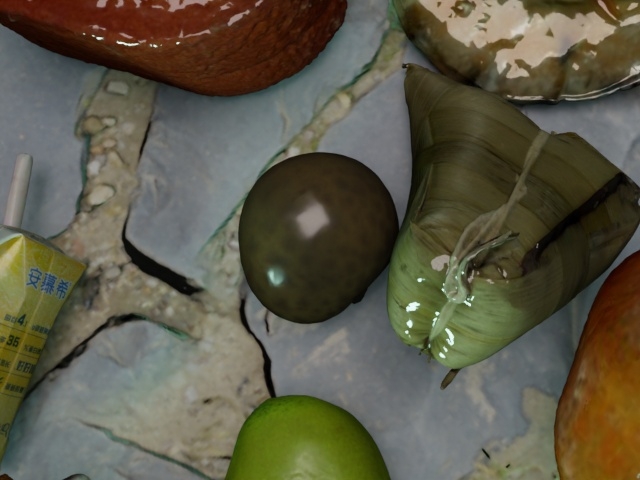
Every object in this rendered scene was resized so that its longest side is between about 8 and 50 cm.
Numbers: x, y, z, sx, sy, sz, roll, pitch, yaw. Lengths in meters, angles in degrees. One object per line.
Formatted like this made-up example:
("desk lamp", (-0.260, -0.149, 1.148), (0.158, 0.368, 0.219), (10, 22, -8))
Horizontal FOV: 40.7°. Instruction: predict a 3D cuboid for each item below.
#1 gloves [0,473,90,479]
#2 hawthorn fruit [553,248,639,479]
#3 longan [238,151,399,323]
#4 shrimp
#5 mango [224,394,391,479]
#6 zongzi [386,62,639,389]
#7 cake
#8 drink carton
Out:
("gloves", (-0.164, 0.243, 0.472), (0.131, 0.140, 0.219), (-24, 84, 6))
("hawthorn fruit", (0.229, 0.075, 0.484), (0.196, 0.197, 0.225), (3, 48, 4))
("longan", (0.000, 0.000, 0.544), (0.113, 0.092, 0.113), (-8, 105, -33))
("shrimp", (0.203, -0.251, 0.574), (0.233, 0.071, 0.365), (42, 96, 5))
("mango", (-0.008, 0.176, 0.501), (0.117, 0.089, 0.163), (16, 78, 6))
("zongzi", (0.076, -0.032, 0.520), (0.197, 0.099, 0.194), (43, 42, 18))
("cake", (-0.118, -0.199, 0.570), (0.283, 0.151, 0.177), (22, 91, 8))
("drink carton", (-0.205, 0.041, 0.550), (0.074, 0.084, 0.200), (14, 78, 30))
